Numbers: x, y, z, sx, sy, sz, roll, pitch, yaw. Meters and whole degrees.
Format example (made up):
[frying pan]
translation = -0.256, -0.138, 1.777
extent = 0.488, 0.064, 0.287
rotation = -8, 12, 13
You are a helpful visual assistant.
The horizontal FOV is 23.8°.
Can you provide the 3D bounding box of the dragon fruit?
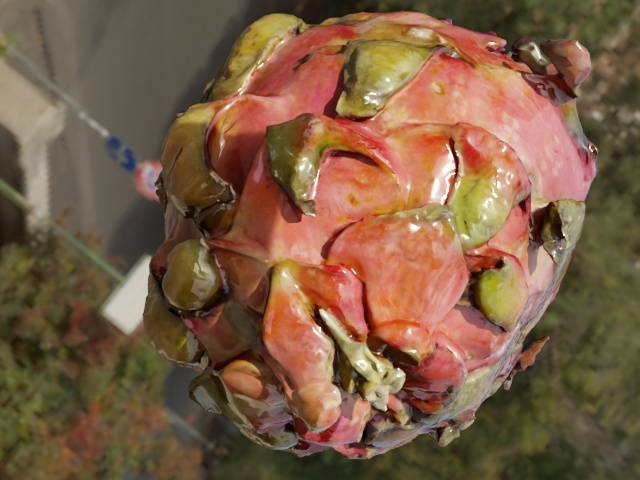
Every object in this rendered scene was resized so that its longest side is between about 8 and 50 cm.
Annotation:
[dragon fruit]
translation = 0.000, 0.000, 0.979
extent = 0.263, 0.296, 0.314
rotation = -37, 148, -50
